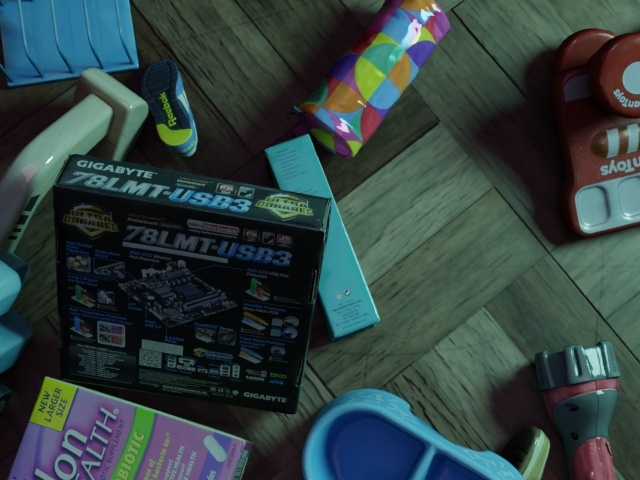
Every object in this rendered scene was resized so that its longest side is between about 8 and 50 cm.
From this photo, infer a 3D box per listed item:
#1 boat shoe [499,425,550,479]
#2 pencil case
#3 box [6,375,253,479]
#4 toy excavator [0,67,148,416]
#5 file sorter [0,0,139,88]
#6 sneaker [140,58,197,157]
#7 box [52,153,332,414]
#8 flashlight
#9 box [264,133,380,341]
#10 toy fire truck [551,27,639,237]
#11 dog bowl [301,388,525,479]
[{"bbox_3d":[0.237,0.321,1.231,0.072,0.068,0.190,28,90,-10],"label":"boat shoe"},{"bbox_3d":[0.063,-0.215,1.291,0.104,0.104,0.236,39,81,4],"label":"pencil case"},{"bbox_3d":[-0.226,0.295,1.155,0.243,0.117,0.214,17,78,5],"label":"box"},{"bbox_3d":[-0.393,0.025,1.152,0.222,0.433,0.445,37,109,4],"label":"toy excavator"},{"bbox_3d":[-0.328,-0.275,1.281,0.170,0.104,0.118,-9,82,-4],"label":"file sorter"},{"bbox_3d":[-0.192,-0.168,1.298,0.053,0.059,0.144,-18,62,5],"label":"sneaker"},{"bbox_3d":[-0.151,0.059,1.156,0.295,0.293,0.073,9,37,0],"label":"box"},{"bbox_3d":[0.334,0.276,1.210,0.103,0.103,0.304,-20,74,36],"label":"flashlight"},{"bbox_3d":[0.000,0.000,1.250,0.060,0.100,0.244,-20,82,-5],"label":"box"},{"bbox_3d":[0.440,-0.152,1.279,0.302,0.169,0.254,-13,105,-4],"label":"toy fire truck"},{"bbox_3d":[0.106,0.291,1.184,0.297,0.074,0.166,29,91,16],"label":"dog bowl"}]
